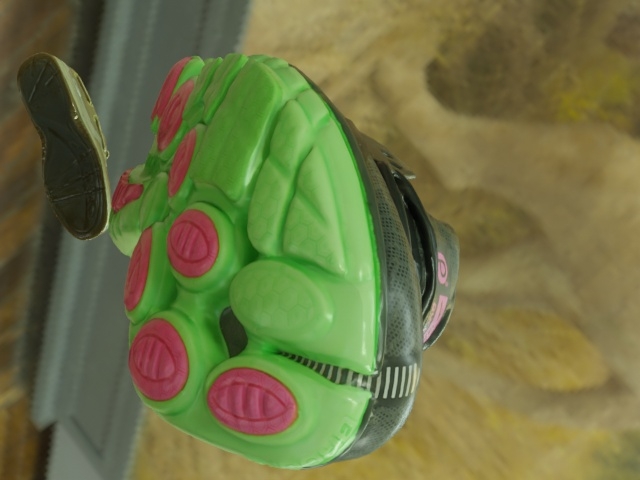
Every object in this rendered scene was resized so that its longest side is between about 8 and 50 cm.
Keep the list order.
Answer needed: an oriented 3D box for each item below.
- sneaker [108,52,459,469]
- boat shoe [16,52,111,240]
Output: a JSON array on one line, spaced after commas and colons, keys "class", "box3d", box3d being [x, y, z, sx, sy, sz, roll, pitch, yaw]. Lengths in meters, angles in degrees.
[{"class": "sneaker", "box3d": [0.000, 0.000, 0.996, 0.483, 0.202, 0.185, -117, -130, -73]}, {"class": "boat shoe", "box3d": [-0.169, -0.066, 1.241, 0.050, 0.135, 0.045, -18, 173, 22]}]
